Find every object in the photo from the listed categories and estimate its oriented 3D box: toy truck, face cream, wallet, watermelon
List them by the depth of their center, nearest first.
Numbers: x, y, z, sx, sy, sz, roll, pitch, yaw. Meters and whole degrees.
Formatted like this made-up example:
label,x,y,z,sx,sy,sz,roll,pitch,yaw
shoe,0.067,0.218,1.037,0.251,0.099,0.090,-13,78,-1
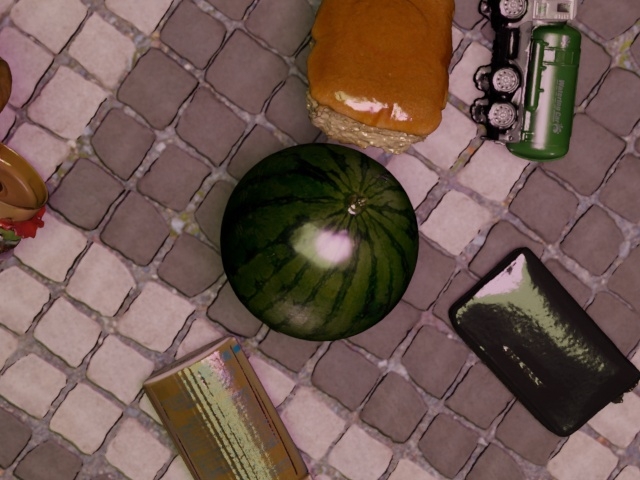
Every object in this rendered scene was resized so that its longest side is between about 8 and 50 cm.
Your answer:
label,x,y,z,sx,sy,sz,roll,pitch,yaw
watermelon,-0.002,0.002,1.310,0.242,0.242,0.242,0,97,0
toy truck,0.260,-0.220,1.355,0.125,0.101,0.243,2,100,-5
wallet,0.293,0.140,1.429,0.149,0.044,0.250,-41,96,8
face cream,-0.107,0.277,1.430,0.139,0.067,0.285,-28,96,4

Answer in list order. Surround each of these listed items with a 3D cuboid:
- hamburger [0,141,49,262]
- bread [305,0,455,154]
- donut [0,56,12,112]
label,x,y,z,sx,sy,sz,roll,pitch,yaw
hamburger,-0.432,-0.042,1.348,0.175,0.175,0.137,42,109,-5
bread,0.069,-0.216,1.295,0.174,0.121,0.245,12,54,1
donut,-0.523,-0.156,1.226,0.360,0.360,0.170,-21,117,2
